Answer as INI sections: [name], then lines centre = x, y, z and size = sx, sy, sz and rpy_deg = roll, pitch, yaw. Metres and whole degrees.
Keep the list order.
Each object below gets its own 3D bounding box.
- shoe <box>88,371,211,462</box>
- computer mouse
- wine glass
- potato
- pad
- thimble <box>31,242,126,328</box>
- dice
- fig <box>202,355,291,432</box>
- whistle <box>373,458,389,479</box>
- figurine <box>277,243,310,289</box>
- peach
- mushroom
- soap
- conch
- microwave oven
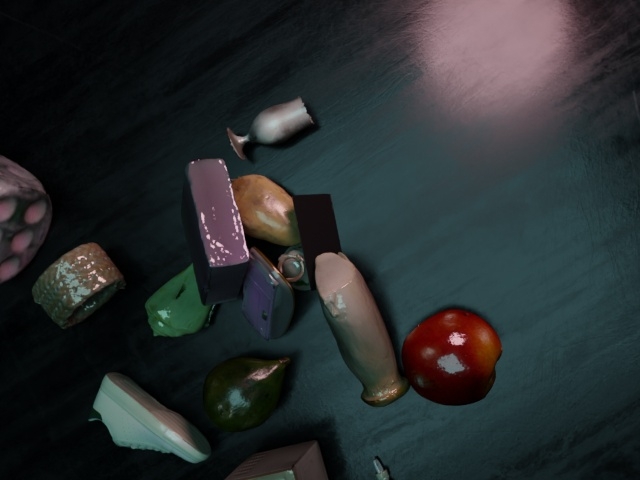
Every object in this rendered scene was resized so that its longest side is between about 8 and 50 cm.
[shoe]
centre = -0.472, 0.518, 1.852
size = 0.363, 0.132, 0.160
rpy_deg = 33, 95, 14
[computer mouse]
centre = -0.136, 0.134, 1.733
size = 0.072, 0.310, 0.158
rpy_deg = -32, 64, -28
[wine glass]
centre = -0.132, -0.296, 1.812
size = 0.222, 0.103, 0.103
rpy_deg = -23, 85, 8
[potato]
centre = -0.139, -0.077, 1.793
size = 0.235, 0.128, 0.161
rpy_deg = 18, 69, 4
[pad]
centre = 0.000, 0.000, 1.754
size = 0.004, 0.164, 0.242
rpy_deg = -13, 87, 37
[thimble]
centre = -0.653, 0.125, 1.858
size = 0.229, 0.196, 0.148
rpy_deg = -41, 83, 7
[dice]
centre = -0.971, -0.076, 1.859
size = 0.348, 0.330, 0.327
rpy_deg = 30, 95, 9
[fig]
centre = -0.184, 0.373, 1.764
size = 0.245, 0.195, 0.195
rpy_deg = -43, 81, 17
[whistle]
centre = 0.162, 0.611, 1.769
size = 0.035, 0.035, 0.100
rpy_deg = -26, 83, 10
[figurine]
centre = -0.059, 0.069, 1.762
size = 0.133, 0.154, 0.132
rpy_deg = 0, 89, 12
[peach]
centre = 0.312, 0.280, 1.662
size = 0.244, 0.199, 0.243
rpy_deg = -3, 79, 15
[mushroom]
centre = 0.096, 0.225, 1.683
size = 0.138, 0.154, 0.407
rpy_deg = -28, 101, -7
[soap]
centre = -0.272, -0.015, 1.709
size = 0.107, 0.296, 0.285
rpy_deg = -11, 71, -19
[conch]
centre = -0.357, 0.164, 1.852
size = 0.251, 0.137, 0.143
rpy_deg = -36, 55, -10
[microwave oven]
centre = -0.086, 0.714, 1.690
size = 0.219, 0.286, 0.354
rpy_deg = -17, 87, 11
